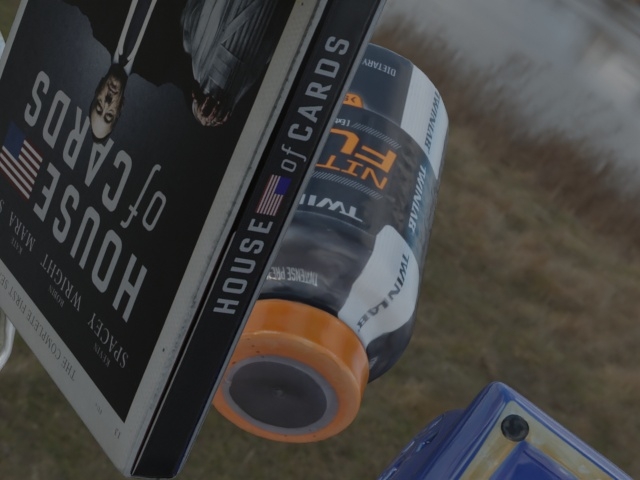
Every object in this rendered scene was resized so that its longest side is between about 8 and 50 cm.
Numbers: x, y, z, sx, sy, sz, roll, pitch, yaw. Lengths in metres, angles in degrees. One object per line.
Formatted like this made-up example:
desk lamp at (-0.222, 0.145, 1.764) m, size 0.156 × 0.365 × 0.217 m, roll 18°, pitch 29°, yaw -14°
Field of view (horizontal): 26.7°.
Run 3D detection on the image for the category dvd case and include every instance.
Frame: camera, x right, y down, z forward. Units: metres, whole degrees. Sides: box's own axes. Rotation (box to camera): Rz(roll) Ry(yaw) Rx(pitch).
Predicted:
dvd case at (-0.056, -0.066, 0.472) m, size 0.029 × 0.239 × 0.179 m, roll 10°, pitch 22°, yaw -41°

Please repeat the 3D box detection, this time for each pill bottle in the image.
pill bottle at (0.000, 0.000, 0.796) m, size 0.130 × 0.130 × 0.246 m, roll 31°, pitch 41°, yaw -15°

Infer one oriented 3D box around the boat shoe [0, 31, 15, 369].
boat shoe at (-0.174, -0.051, 0.630) m, size 0.098 × 0.277 × 0.096 m, roll -29°, pitch 49°, yaw -34°

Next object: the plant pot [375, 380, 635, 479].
plant pot at (0.121, 0.250, 0.927) m, size 0.236 × 0.236 × 0.212 m, roll 39°, pitch -26°, yaw 7°
